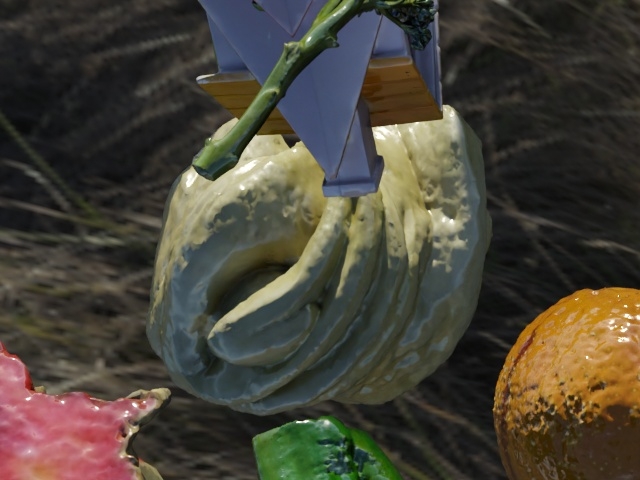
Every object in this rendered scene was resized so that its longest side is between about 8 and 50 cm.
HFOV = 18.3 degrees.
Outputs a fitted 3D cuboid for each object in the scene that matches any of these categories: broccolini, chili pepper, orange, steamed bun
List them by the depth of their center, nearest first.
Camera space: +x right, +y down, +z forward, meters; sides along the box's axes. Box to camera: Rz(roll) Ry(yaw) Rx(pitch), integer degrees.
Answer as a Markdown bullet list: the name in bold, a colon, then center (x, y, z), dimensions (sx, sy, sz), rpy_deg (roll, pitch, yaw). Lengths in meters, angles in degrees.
- **broccolini**: center (-0.004, -0.097, 1.006), dimensions (0.054, 0.194, 0.052), rpy_deg (27, 136, 27)
- **chili pepper**: center (0.035, 0.217, 1.132), dimensions (0.083, 0.099, 0.253), rpy_deg (-38, 69, 32)
- **orange**: center (0.197, 0.118, 1.194), dimensions (0.193, 0.193, 0.161), rpy_deg (19, 79, 34)
- **steamed bun**: center (-0.002, 0.005, 1.990), dimensions (0.372, 0.230, 0.325), rpy_deg (-11, 68, -5)

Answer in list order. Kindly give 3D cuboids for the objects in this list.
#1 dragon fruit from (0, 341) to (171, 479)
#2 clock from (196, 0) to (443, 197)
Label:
- **dragon fruit**: center (-0.143, 0.139, 0.800), dimensions (0.211, 0.134, 0.262), rpy_deg (-23, 57, -17)
- **clock**: center (-0.004, -0.196, 1.498), dimensions (0.166, 0.235, 0.310), rpy_deg (-5, 120, 14)
